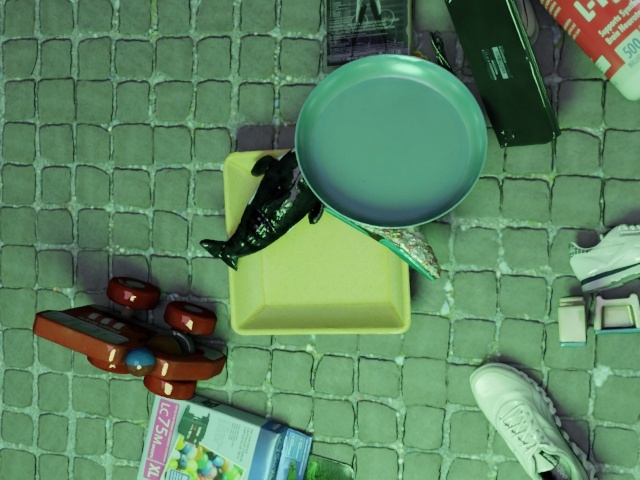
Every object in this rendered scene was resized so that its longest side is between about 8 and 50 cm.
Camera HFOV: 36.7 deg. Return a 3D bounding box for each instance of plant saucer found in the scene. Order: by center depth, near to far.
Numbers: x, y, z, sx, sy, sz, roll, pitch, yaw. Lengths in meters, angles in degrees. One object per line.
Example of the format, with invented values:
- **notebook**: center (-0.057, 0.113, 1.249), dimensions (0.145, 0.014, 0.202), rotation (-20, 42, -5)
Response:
- **plant saucer**: center (0.117, -0.162, 1.606), dimensions (0.318, 0.043, 0.317), rotation (-1, 71, 3)
- **plant saucer**: center (0.000, 0.000, 1.733), dimensions (0.333, 0.081, 0.332), rotation (-2, 92, 16)

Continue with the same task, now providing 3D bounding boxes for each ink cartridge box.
- **ink cartridge box**: center (-0.183, 0.410, 1.816), dimensions (0.311, 0.065, 0.185), rotation (15, 98, 14)

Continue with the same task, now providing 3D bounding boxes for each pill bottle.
- **pill bottle**: center (0.444, -0.438, 1.505), dimensions (0.229, 0.229, 0.407), rotation (-41, 82, 14)

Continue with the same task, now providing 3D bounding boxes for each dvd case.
- **dvd case**: center (0.084, -0.422, 1.696), dimensions (0.165, 0.018, 0.221), rotation (1, 93, 30)

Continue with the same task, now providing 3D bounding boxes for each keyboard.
- **keyboard**: center (0.270, -0.294, 1.590), dimensions (0.202, 0.033, 0.317), rotation (0, 123, 45)

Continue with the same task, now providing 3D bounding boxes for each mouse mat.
- **mouse mat**: center (-0.025, 0.492, 1.807), dimensions (0.153, 0.007, 0.189), rotation (12, 97, 15)

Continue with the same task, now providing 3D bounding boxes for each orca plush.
- **orca plush**: center (-0.098, -0.066, 1.662), dimensions (0.287, 0.102, 0.151), rotation (-32, 84, 15)

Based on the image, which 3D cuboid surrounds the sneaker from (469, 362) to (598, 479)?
- **sneaker**: center (0.361, 0.331, 1.633), dimensions (0.110, 0.118, 0.292), rotation (-42, 81, 16)

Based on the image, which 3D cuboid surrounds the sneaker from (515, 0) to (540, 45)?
- **sneaker**: center (0.252, -0.466, 1.604), dimensions (0.122, 0.146, 0.330), rotation (-38, 82, 16)

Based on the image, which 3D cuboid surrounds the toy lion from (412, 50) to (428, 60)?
- **toy lion**: center (0.143, -0.296, 1.703), dimensions (0.100, 0.034, 0.096), rotation (33, 94, 12)

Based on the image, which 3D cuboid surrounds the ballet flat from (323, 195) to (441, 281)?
- **ballet flat**: center (0.114, -0.026, 1.616), dimensions (0.241, 0.091, 0.077), rotation (34, 87, 9)

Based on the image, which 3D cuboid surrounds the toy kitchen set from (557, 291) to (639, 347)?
- **toy kitchen set**: center (0.495, 0.151, 1.557), dimensions (0.207, 0.166, 0.122), rotation (-5, 92, 16)

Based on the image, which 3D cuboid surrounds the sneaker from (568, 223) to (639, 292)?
- **sneaker**: center (0.529, 0.009, 1.587), dimensions (0.235, 0.090, 0.094), rotation (-20, 72, 12)

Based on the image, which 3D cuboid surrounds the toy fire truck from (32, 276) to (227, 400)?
- **toy fire truck**: center (-0.336, 0.189, 1.747), dimensions (0.302, 0.254, 0.169), rotation (21, 99, 14)
